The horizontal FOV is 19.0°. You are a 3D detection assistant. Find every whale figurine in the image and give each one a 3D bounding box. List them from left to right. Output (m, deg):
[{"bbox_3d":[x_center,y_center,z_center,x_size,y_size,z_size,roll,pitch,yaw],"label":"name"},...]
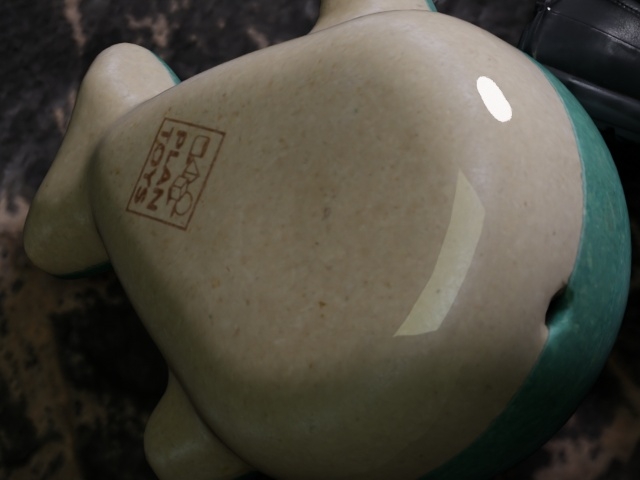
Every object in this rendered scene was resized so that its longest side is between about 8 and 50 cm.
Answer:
[{"bbox_3d":[0.000,0.000,0.735,0.272,0.141,0.216,16,83,46],"label":"whale figurine"}]

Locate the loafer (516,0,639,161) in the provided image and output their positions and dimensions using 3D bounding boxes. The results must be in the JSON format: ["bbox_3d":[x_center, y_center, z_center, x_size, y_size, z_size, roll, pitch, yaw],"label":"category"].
[{"bbox_3d":[0.177,-0.051,0.705,0.223,0.076,0.078,23,89,26],"label":"loafer"}]
